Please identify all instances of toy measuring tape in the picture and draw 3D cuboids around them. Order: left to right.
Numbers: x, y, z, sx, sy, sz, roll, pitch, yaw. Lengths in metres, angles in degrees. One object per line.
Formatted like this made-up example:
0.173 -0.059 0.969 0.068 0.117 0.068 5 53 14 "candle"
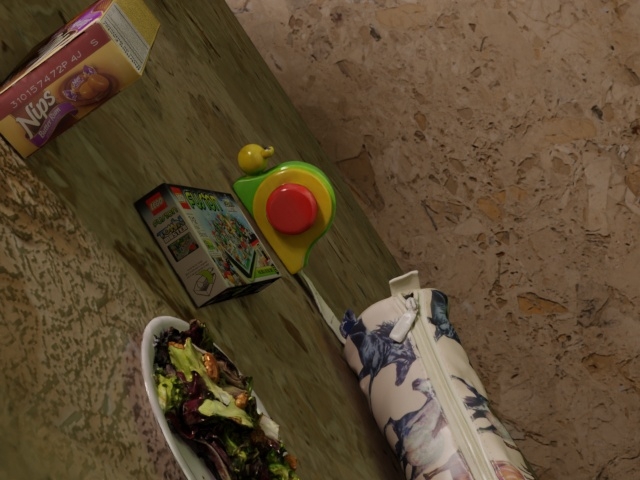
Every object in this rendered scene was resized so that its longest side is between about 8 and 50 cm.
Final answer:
0.000 0.000 1.169 0.330 0.121 0.121 56 9 -10 "toy measuring tape"

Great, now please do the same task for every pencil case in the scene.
0.156 0.239 1.024 0.183 0.160 0.410 72 -4 -47 "pencil case"

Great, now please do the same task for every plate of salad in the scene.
-0.059 0.136 0.613 0.200 0.048 0.200 55 10 -15 "plate of salad"

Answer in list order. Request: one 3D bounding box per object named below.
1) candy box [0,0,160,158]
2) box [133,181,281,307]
-0.189 -0.141 0.668 0.053 0.109 0.186 53 11 -23 "candy box"
-0.105 0.003 0.849 0.114 0.036 0.207 58 9 5 "box"
